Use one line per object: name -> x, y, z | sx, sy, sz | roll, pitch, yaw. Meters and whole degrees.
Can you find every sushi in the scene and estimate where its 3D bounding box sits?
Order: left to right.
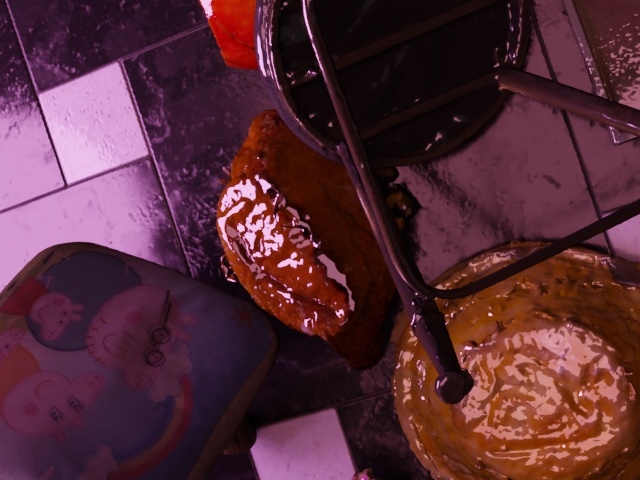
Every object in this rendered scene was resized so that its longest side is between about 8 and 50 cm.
sushi -> -0.001, -0.004, 1.125 | 0.167, 0.179, 0.296 | -43, 80, 32

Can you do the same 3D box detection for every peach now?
peach -> -0.077, -0.286, 1.098 | 0.190, 0.190, 0.192 | 39, 107, 9

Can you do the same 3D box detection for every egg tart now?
egg tart -> 0.237, 0.157, 1.073 | 0.341, 0.132, 0.341 | 1, 95, 14

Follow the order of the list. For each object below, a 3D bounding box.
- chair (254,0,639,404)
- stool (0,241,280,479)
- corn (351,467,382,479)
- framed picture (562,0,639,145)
chair -> 0.131, -0.163, 0.883 | 0.365, 0.410, 0.362 | -27, 113, -8
stool -> -0.230, 0.197, 1.100 | 0.310, 0.310, 0.226 | 21, 138, 15
corn -> 0.046, 0.406, 1.179 | 0.092, 0.092, 0.280 | 13, 94, 15
framed picture -> 0.417, -0.260, 1.026 | 0.324, 0.020, 0.240 | -21, 82, 16
